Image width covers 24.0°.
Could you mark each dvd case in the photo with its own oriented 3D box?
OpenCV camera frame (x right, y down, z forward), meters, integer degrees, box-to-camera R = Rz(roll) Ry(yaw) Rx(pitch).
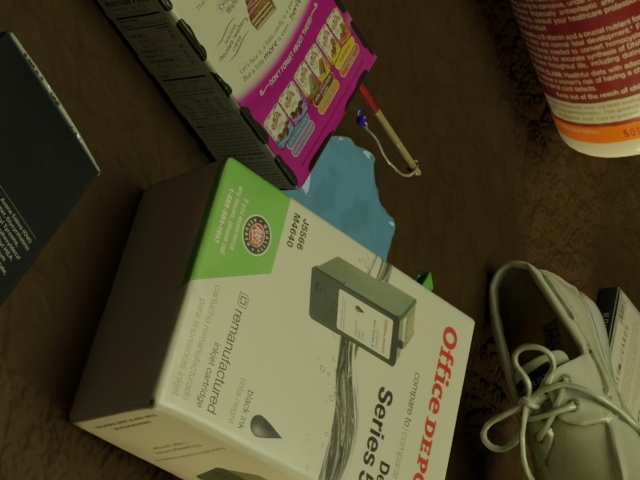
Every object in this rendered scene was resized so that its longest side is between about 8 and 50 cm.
[{"bbox_3d":[0.385,0.192,1.829,0.238,0.029,0.179,45,51,-42],"label":"dvd case"}]

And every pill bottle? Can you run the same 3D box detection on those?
[{"bbox_3d":[0.301,-0.306,1.605,0.224,0.224,0.392,-55,129,-43],"label":"pill bottle"}]

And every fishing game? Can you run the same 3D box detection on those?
[{"bbox_3d":[0.000,0.000,1.295,0.189,0.041,0.264,50,58,-41],"label":"fishing game"}]

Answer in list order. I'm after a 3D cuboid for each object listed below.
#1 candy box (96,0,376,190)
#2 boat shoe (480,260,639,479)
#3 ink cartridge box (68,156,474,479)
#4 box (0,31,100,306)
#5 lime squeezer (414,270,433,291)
[{"bbox_3d":[-0.065,-0.173,1.184,0.233,0.071,0.159,55,50,-34],"label":"candy box"},{"bbox_3d":[0.229,0.155,1.457,0.156,0.136,0.367,36,33,-35],"label":"boat shoe"},{"bbox_3d":[-0.025,0.095,1.130,0.273,0.114,0.198,32,58,-32],"label":"ink cartridge box"},{"bbox_3d":[-0.248,-0.008,0.843,0.108,0.153,0.207,61,42,-31],"label":"box"},{"bbox_3d":[0.011,0.129,1.259,0.310,0.058,0.110,-24,124,-44],"label":"lime squeezer"}]
